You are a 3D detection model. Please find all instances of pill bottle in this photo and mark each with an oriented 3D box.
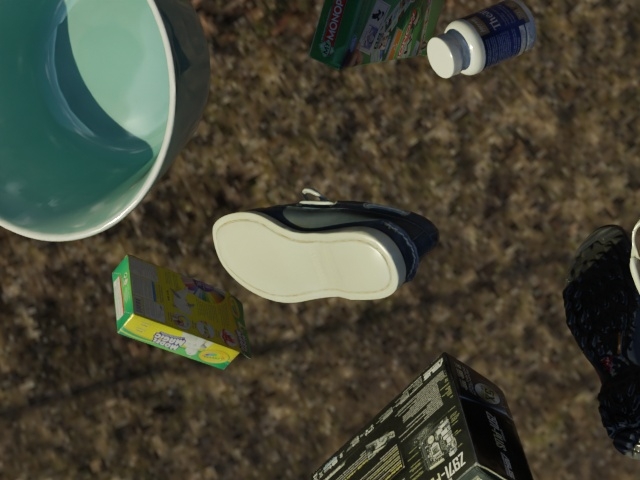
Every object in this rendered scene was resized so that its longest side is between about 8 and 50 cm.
[{"bbox_3d":[0.185,-0.231,1.699,0.120,0.067,0.067,-25,140,-25],"label":"pill bottle"}]

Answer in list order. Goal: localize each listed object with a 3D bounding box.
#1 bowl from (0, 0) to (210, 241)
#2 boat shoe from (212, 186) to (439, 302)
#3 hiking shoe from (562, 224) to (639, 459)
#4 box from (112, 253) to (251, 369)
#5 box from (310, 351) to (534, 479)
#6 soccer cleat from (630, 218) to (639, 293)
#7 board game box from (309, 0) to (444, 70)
[{"bbox_3d":[-0.233,-0.167,1.445,0.311,0.311,0.163,-55,166,25],"label":"bowl"},{"bbox_3d":[0.000,0.000,1.367,0.079,0.254,0.095,-33,110,-37],"label":"boat shoe"},{"bbox_3d":[0.296,0.098,1.375,0.086,0.226,0.114,-20,157,33],"label":"hiking shoe"},{"bbox_3d":[-0.168,0.091,1.805,0.179,0.105,0.043,21,126,-30],"label":"box"},{"bbox_3d":[0.084,0.211,1.247,0.077,0.147,0.180,35,112,-25],"label":"box"},{"bbox_3d":[0.203,-0.014,0.802,0.076,0.196,0.068,19,137,-19],"label":"soccer cleat"},{"bbox_3d":[0.100,-0.351,1.621,0.213,0.046,0.317,-20,132,-58],"label":"board game box"}]
